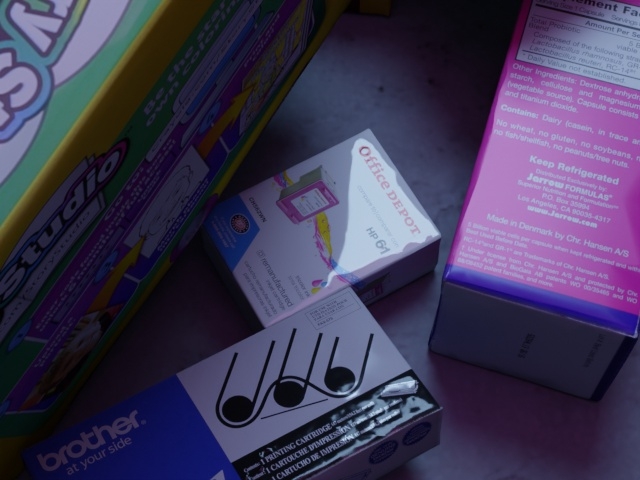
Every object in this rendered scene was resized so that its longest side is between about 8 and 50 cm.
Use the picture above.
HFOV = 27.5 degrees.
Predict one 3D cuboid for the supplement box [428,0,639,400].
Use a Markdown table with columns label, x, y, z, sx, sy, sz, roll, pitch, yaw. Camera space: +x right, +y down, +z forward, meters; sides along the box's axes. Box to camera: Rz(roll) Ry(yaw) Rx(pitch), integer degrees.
| label | x | y | z | sx | sy | sz | roll | pitch | yaw |
| --- | --- | --- | --- | --- | --- | --- | --- | --- | --- |
| supplement box | 0.147 | -0.036 | 0.780 | 0.114 | 0.111 | 0.220 | 17 | 66 | 8 |

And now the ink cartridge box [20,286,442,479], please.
| label | x | y | z | sx | sy | sz | roll | pitch | yaw |
| --- | --- | --- | --- | --- | --- | --- | --- | --- | --- |
| ink cartridge box | -0.046 | 0.113 | 0.713 | 0.207 | 0.046 | 0.097 | -26 | 55 | -17 |

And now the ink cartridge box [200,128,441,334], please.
| label | x | y | z | sx | sy | sz | roll | pitch | yaw |
| --- | --- | --- | --- | --- | --- | --- | --- | --- | --- |
| ink cartridge box | 0.000 | 0.000 | 0.795 | 0.122 | 0.052 | 0.088 | -27 | 67 | -13 |

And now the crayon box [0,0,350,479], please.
| label | x | y | z | sx | sy | sz | roll | pitch | yaw |
| --- | --- | --- | --- | --- | --- | --- | --- | --- | --- |
| crayon box | -0.120 | -0.050 | 0.622 | 0.106 | 0.313 | 0.363 | 34 | 85 | 6 |

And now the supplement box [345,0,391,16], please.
| label | x | y | z | sx | sy | sz | roll | pitch | yaw |
| --- | --- | --- | --- | --- | --- | --- | --- | --- | --- |
| supplement box | -0.038 | -0.271 | 0.876 | 0.194 | 0.129 | 0.191 | 5 | 66 | 2 |
